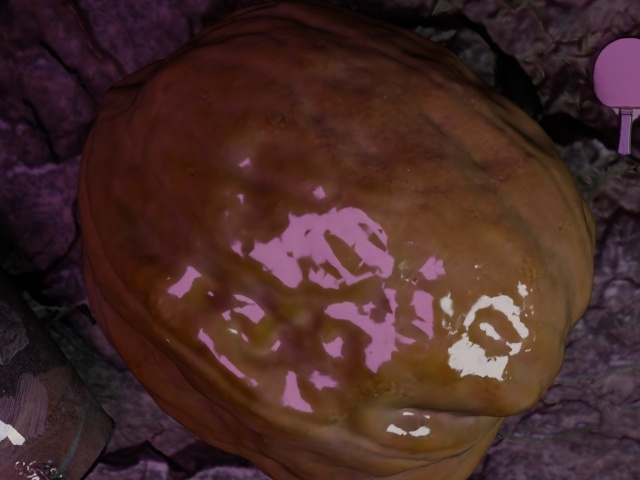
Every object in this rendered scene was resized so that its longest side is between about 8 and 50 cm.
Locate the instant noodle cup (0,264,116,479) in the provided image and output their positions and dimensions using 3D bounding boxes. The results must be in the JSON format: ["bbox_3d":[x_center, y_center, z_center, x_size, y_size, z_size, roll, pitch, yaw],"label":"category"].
[{"bbox_3d":[-0.285,0.119,1.107,0.217,0.217,0.207,-31,108,21],"label":"instant noodle cup"}]

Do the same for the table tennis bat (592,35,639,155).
[{"bbox_3d":[0.213,-0.100,1.011,0.050,0.007,0.083,5,109,11],"label":"table tennis bat"}]

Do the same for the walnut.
[{"bbox_3d":[-0.002,0.002,0.953,0.344,0.306,0.306,36,114,6],"label":"walnut"}]
